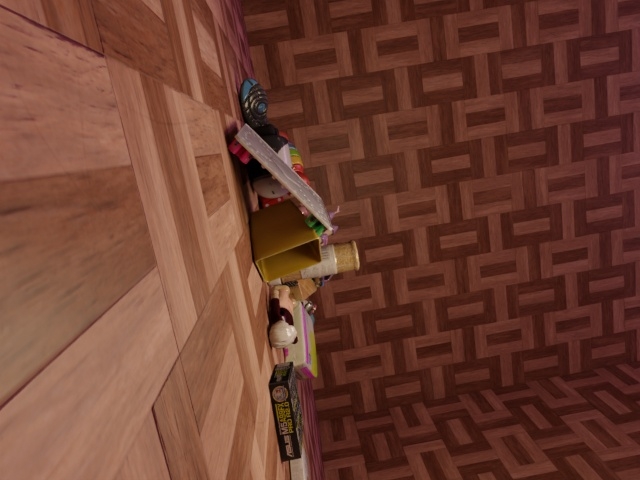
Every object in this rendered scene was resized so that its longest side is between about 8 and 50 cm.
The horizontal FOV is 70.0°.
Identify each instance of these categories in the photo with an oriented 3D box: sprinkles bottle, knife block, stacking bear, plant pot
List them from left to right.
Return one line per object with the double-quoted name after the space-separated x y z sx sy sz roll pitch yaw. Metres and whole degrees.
-0.130 -0.009 1.525 0.212 0.212 0.187 85 -16 -67 "plant pot"
-0.145 -0.310 1.970 0.289 0.175 0.164 59 -38 20 "stacking bear"
-0.123 0.154 2.081 0.275 0.088 0.242 -26 102 -69 "knife block"
-0.034 0.086 1.748 0.121 0.355 0.121 170 -90 -88 "sprinkles bottle"

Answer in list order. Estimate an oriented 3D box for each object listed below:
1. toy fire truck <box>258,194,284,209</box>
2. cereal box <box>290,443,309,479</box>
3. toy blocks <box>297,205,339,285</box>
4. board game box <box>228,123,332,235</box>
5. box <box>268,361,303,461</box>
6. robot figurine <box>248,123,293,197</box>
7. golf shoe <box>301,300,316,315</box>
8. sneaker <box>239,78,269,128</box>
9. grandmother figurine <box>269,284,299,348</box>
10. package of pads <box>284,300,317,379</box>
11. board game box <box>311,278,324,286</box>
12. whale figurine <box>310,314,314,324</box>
-0.212 -0.191 2.034 0.246 0.158 0.217 62 -8 8 "toy fire truck"
-0.062 0.756 1.442 0.240 0.047 0.173 -102 -177 -48 "cereal box"
0.000 0.000 2.248 0.309 0.260 0.289 36 -42 38 "toy blocks"
-0.129 -0.207 1.488 0.390 0.050 0.390 44 10 -17 "board game box"
-0.099 0.501 1.378 0.270 0.060 0.217 108 -27 -87 "box"
-0.194 -0.304 1.774 0.173 0.209 0.278 -14 -95 50 "robot figurine"
-0.094 0.344 2.199 0.186 0.086 0.068 -51 -167 38 "golf shoe"
-0.292 -0.545 1.986 0.139 0.125 0.341 42 -24 39 "sneaker"
-0.132 0.277 1.602 0.208 0.104 0.342 55 7 -12 "grandmother figurine"
-0.090 0.441 2.009 0.229 0.101 0.297 67 14 -55 "package of pads"
-0.122 0.106 2.616 0.078 0.233 0.347 -110 -170 -78 "board game box"
-0.099 0.480 2.524 0.272 0.141 0.216 -102 -177 -59 "whale figurine"
